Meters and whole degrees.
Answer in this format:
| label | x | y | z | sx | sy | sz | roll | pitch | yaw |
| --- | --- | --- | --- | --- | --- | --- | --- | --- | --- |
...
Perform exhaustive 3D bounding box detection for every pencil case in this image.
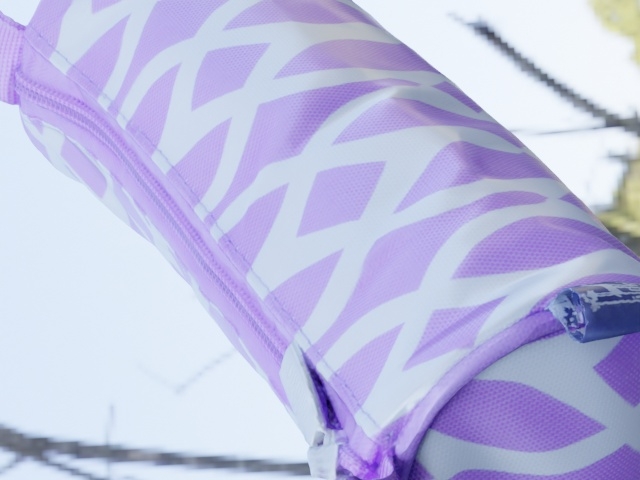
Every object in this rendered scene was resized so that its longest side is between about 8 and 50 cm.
| label | x | y | z | sx | sy | sz | roll | pitch | yaw |
| --- | --- | --- | --- | --- | --- | --- | --- | --- | --- |
| pencil case | 0.000 | 0.000 | 0.427 | 0.206 | 0.088 | 0.086 | 47 | 144 | 49 |
